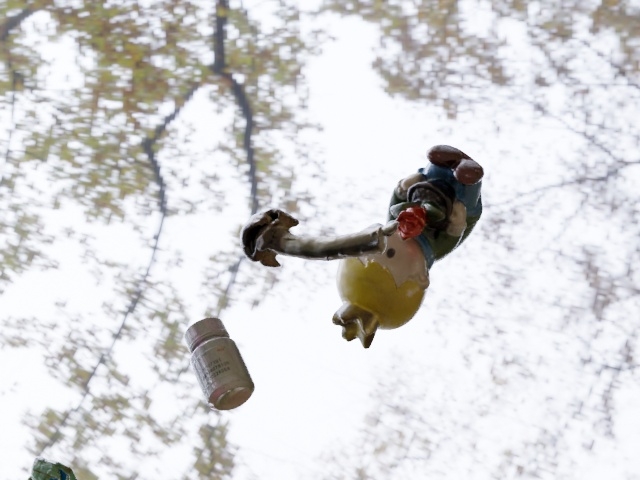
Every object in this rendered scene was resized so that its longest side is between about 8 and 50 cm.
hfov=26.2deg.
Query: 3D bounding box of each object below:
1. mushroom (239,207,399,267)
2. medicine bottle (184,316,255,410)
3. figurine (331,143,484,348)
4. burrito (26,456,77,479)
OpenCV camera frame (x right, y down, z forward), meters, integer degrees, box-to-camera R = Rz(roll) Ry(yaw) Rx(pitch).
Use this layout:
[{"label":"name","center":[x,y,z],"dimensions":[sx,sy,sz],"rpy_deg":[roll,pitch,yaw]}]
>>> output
[{"label":"mushroom","center":[0.000,0.000,1.408],"dimensions":[0.061,0.187,0.060],"rpy_deg":[24,-108,-56]},{"label":"medicine bottle","center":[-0.104,0.125,1.398],"dimensions":[0.052,0.089,0.052],"rpy_deg":[-18,-35,-13]},{"label":"figurine","center":[0.100,0.006,1.626],"dimensions":[0.127,0.185,0.234],"rpy_deg":[43,-123,14]},{"label":"burrito","center":[-0.253,0.266,1.315],"dimensions":[0.054,0.288,0.104],"rpy_deg":[8,-88,-19]}]
